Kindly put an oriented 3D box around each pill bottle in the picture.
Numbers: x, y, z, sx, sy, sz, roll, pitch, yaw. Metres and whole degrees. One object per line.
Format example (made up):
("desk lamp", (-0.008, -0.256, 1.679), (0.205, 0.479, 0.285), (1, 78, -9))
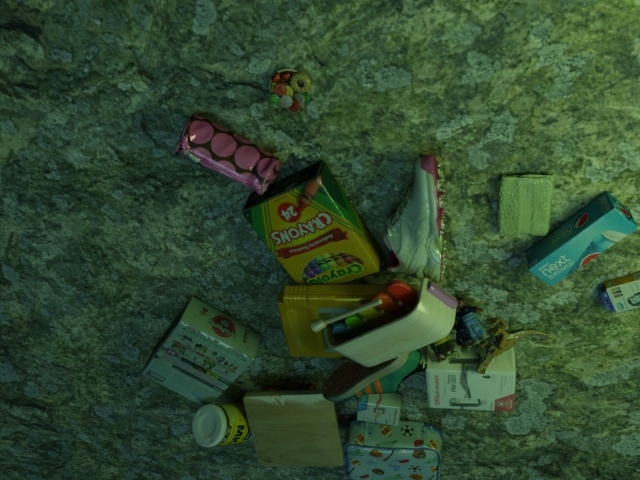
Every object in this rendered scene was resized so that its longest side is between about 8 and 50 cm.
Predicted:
("pill bottle", (-0.267, 0.542, 1.633), (0.119, 0.119, 0.208), (-20, 158, 25))

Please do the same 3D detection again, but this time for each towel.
("towel", (0.414, -0.070, 1.124), (0.110, 0.027, 0.148), (-1, 127, 14))

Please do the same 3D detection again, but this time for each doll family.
("doll family", (0.316, 0.212, 1.326), (0.193, 0.111, 0.076), (-34, 158, 25))

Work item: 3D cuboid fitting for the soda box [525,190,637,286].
("soda box", (0.525, 0.000, 1.128), (0.071, 0.067, 0.210), (34, 127, -13))

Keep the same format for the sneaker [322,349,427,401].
("sneaker", (0.133, 0.347, 1.386), (0.121, 0.108, 0.302), (34, 131, -25))

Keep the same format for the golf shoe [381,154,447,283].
("golf shoe", (0.193, -0.035, 1.149), (0.140, 0.115, 0.306), (3, 126, 15))

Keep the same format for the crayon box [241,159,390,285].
("crayon box", (0.000, 0.000, 1.237), (0.202, 0.081, 0.318), (-22, 120, 26))

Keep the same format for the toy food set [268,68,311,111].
("toy food set", (-0.060, -0.290, 1.065), (0.083, 0.020, 0.082), (12, 129, 2))

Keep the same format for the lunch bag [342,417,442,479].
("lunch bag", (0.211, 0.644, 1.665), (0.304, 0.115, 0.243), (3, 130, 10))

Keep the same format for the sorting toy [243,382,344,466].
("sorting toy", (-0.070, 0.533, 1.624), (0.257, 0.089, 0.255), (-5, 111, 11))

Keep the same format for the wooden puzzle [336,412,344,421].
("wooden puzzle", (0.033, 0.548, 1.695), (0.049, 0.006, 0.083), (32, 127, -12))

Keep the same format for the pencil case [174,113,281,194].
("pencil case", (-0.189, -0.170, 1.137), (0.209, 0.098, 0.095), (25, 128, -8))

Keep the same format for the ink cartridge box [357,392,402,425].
("ink cartridge box", (0.169, 0.477, 1.582), (0.123, 0.052, 0.088), (5, 127, 7))

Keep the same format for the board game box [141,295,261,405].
("board game box", (-0.337, 0.321, 1.549), (0.224, 0.097, 0.303), (32, 128, -13))

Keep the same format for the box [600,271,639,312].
("box", (0.685, 0.110, 1.202), (0.136, 0.028, 0.081), (-20, 120, 28))

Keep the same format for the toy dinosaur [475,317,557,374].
("toy dinosaur", (0.448, 0.240, 1.331), (0.212, 0.064, 0.112), (-31, 111, -2))

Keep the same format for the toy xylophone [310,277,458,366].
("toy xylophone", (0.130, 0.178, 1.203), (0.323, 0.081, 0.236), (-24, 133, 31))

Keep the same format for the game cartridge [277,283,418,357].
("game cartridge", (0.069, 0.204, 1.338), (0.324, 0.052, 0.285), (-2, 140, 5))

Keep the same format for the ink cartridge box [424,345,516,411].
("ink cartridge box", (0.380, 0.351, 1.414), (0.218, 0.092, 0.158), (0, 127, 15))
